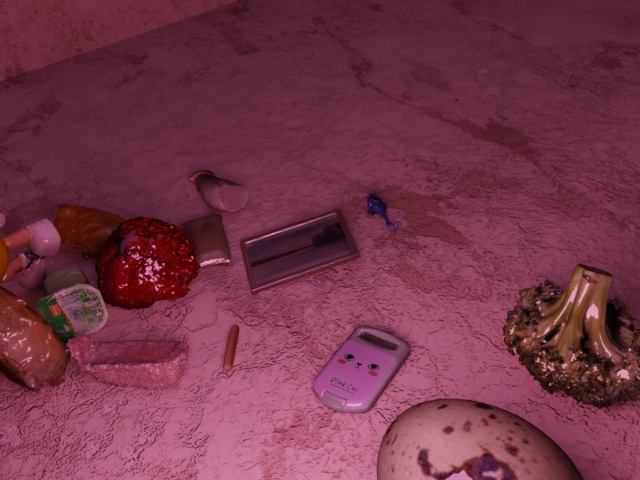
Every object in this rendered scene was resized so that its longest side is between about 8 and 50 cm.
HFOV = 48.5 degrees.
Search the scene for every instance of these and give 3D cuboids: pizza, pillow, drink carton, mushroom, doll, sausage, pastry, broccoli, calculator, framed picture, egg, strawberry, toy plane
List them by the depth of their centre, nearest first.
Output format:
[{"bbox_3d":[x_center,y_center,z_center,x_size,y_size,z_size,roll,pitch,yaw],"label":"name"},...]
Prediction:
[{"bbox_3d":[0.252,0.406,1.132,0.287,0.288,0.379,-26,28,-21],"label":"egg"},{"bbox_3d":[0.513,0.189,1.409,0.288,0.235,0.260,16,79,16],"label":"broccoli"},{"bbox_3d":[0.089,0.272,1.521,0.141,0.045,0.246,19,45,30],"label":"calculator"},{"bbox_3d":[-0.700,0.194,1.564,0.329,0.330,0.136,21,57,32],"label":"pastry"},{"bbox_3d":[-0.422,0.271,1.576,0.265,0.112,0.103,9,29,3],"label":"pastry"},{"bbox_3d":[-0.204,0.244,1.629,0.024,0.024,0.132,-4,40,6],"label":"sausage"},{"bbox_3d":[-0.833,0.070,1.711,0.161,0.348,0.423,31,53,29],"label":"doll"},{"bbox_3d":[-0.612,0.145,1.748,0.144,0.146,0.142,-21,32,-16],"label":"drink carton"},{"bbox_3d":[-0.440,0.044,1.768,0.274,0.220,0.274,-7,42,6],"label":"strawberry"},{"bbox_3d":[-0.059,0.023,1.857,0.289,0.016,0.213,-18,39,-2],"label":"framed picture"},{"bbox_3d":[-0.311,0.002,1.927,0.119,0.053,0.208,-17,43,-6],"label":"pillow"},{"bbox_3d":[0.169,-0.080,1.945,0.062,0.054,0.167,6,32,-23],"label":"toy plane"},{"bbox_3d":[-0.645,-0.020,2.004,0.365,0.074,0.182,18,44,29],"label":"pizza"},{"bbox_3d":[-0.310,-0.145,2.091,0.116,0.093,0.225,-21,28,-39],"label":"mushroom"}]
